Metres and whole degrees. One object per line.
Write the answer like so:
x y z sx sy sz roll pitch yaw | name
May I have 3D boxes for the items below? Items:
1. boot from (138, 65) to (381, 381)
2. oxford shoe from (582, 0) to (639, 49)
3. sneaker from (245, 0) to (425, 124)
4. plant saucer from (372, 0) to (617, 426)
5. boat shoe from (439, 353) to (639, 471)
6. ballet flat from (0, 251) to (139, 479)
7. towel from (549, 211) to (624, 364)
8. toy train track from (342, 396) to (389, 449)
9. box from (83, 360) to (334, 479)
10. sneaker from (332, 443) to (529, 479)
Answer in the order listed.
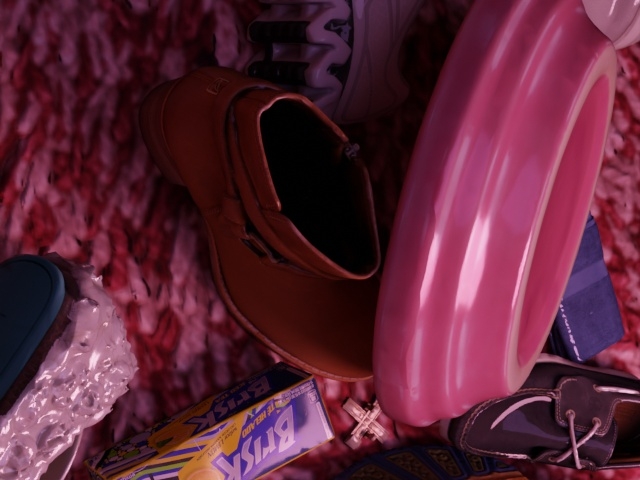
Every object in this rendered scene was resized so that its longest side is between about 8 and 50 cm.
0.000 0.000 1.047 0.109 0.220 0.283 -36 109 -17 | boot
0.197 -0.366 1.149 0.130 0.169 0.449 -1 101 -25 | oxford shoe
0.021 -0.223 1.111 0.118 0.110 0.292 -2 104 -34 | sneaker
0.131 -0.024 1.073 0.084 0.332 0.332 17 87 15 | plant saucer
0.197 0.142 1.220 0.233 0.079 0.084 6 113 -35 | boat shoe
-0.260 0.190 0.994 0.409 0.147 0.147 -49 113 -15 | ballet flat
0.206 0.036 1.264 0.067 0.029 0.119 -24 104 -23 | towel
0.048 0.126 1.202 0.048 0.014 0.083 43 75 -24 | toy train track
-0.078 0.150 1.115 0.169 0.059 0.054 -26 108 -22 | box
0.030 0.251 1.171 0.296 0.112 0.131 -15 123 -26 | sneaker
